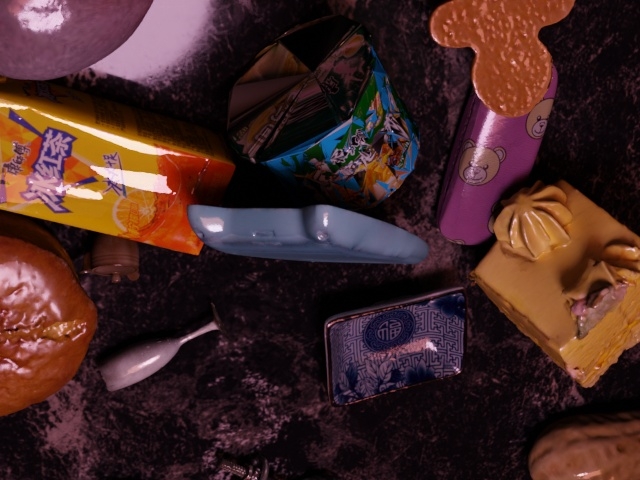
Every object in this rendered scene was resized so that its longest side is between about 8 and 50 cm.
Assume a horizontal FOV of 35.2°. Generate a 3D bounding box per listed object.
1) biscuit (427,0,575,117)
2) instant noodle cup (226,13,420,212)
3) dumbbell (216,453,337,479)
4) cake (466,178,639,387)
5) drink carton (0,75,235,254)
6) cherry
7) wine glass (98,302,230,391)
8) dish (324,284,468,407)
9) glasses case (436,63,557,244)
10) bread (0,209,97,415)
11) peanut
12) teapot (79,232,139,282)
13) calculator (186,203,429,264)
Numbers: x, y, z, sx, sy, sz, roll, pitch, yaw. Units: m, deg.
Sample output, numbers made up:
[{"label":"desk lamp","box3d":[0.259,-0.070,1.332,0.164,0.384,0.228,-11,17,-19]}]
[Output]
[{"label":"biscuit","box3d":[0.237,-0.334,1.365,0.216,0.047,0.340,-20,112,-7]},{"label":"instant noodle cup","box3d":[0.015,-0.152,1.334,0.240,0.240,0.178,-39,132,7]},{"label":"dumbbell","box3d":[-0.071,0.427,1.738,0.254,0.110,0.110,30,107,-25]},{"label":"cake","box3d":[0.377,0.057,1.539,0.222,0.227,0.286,-49,148,2]},{"label":"drink carton","box3d":[-0.302,-0.105,1.310,0.351,0.111,0.154,15,114,-26]},{"label":"cherry","box3d":[-0.319,-0.289,1.140,0.266,0.183,0.213,5,127,-19]},{"label":"wine glass","box3d":[-0.241,0.164,1.530,0.198,0.066,0.066,-25,126,-2]},{"label":"dish","box3d":[0.114,0.156,1.640,0.243,0.080,0.182,-13,125,-14]},{"label":"glasses case","box3d":[0.261,-0.134,1.513,0.123,0.076,0.316,2,120,-21]},{"label":"bread","box3d":[-0.453,0.099,1.350,0.312,0.172,0.312,-10,128,-13]},{"label":"peanut","box3d":[0.573,0.418,1.918,0.387,0.169,0.192,-2,127,-19]},{"label":"teapot","box3d":[-0.292,0.026,1.429,0.085,0.080,0.110,-6,165,8]},{"label":"calculator","box3d":[0.000,0.000,1.364,0.386,0.256,0.054,12,80,-65]}]
